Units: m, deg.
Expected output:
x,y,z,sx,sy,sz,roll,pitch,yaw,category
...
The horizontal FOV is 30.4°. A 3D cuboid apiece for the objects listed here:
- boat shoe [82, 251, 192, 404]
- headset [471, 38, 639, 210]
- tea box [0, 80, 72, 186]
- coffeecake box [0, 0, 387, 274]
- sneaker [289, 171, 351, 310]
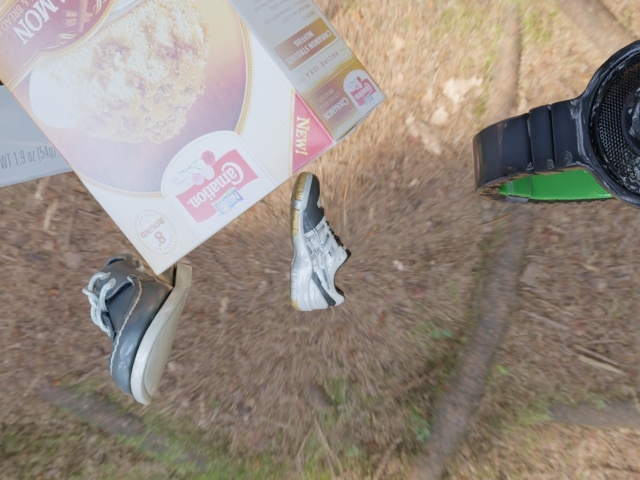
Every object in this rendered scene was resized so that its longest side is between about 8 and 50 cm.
x,y,z,sx,sy,sz,roll,pitch,yaw,category
-0.190,0.076,1.165,0.099,0.319,0.116,18,99,-6,boat shoe
0.300,-0.106,0.909,0.394,0.243,0.185,-8,83,41,headset
-0.389,-0.179,0.926,0.329,0.220,0.324,-21,105,-40,tea box
-0.082,-0.097,0.590,0.142,0.068,0.185,-34,97,36,coffeecake box
0.000,0.000,0.698,0.036,0.032,0.083,-1,102,-3,sneaker
